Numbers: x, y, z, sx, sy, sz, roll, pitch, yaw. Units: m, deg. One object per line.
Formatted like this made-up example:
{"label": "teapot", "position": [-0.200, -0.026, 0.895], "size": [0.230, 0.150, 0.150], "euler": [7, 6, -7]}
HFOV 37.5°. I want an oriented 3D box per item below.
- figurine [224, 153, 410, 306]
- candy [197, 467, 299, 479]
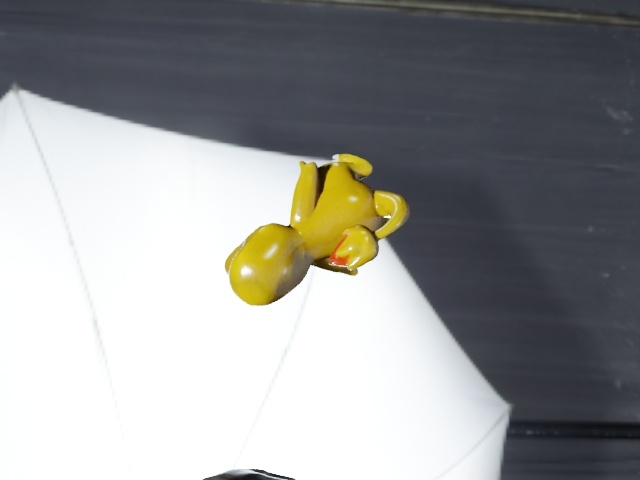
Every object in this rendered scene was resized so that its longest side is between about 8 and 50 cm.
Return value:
{"label": "figurine", "position": [0.001, 0.002, 0.820], "size": [0.122, 0.176, 0.121], "euler": [17, 135, 54]}
{"label": "candy", "position": [0.003, 0.266, 0.609], "size": [0.157, 0.290, 0.214], "euler": [-64, -15, 22]}
